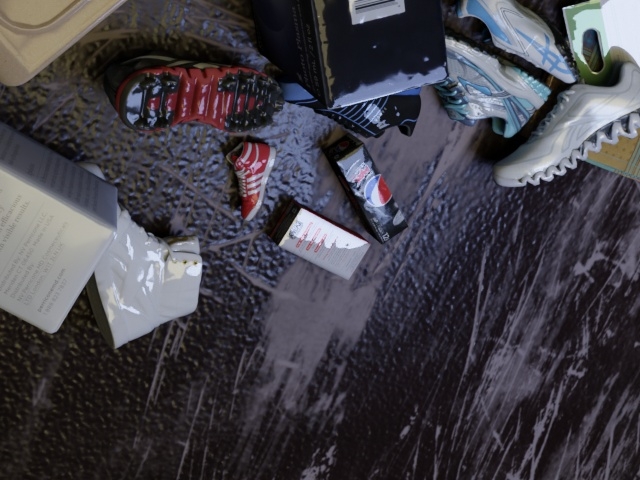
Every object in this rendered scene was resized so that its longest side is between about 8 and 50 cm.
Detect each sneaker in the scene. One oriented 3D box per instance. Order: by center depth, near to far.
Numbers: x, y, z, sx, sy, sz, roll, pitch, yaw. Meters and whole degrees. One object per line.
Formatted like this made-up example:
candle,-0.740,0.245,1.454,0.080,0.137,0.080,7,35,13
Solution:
sneaker,-0.180,-0.210,1.752,0.276,0.135,0.097,-4,118,-39
sneaker,-0.263,-0.002,1.819,0.169,0.108,0.292,-22,122,-21
sneaker,-0.113,-0.090,1.869,0.067,0.042,0.118,14,98,-31
sneaker,0.046,-0.197,1.870,0.232,0.081,0.090,-1,107,-23
sneaker,0.221,-0.237,1.913,0.283,0.110,0.122,23,104,-29
sneaker,0.303,-0.313,1.930,0.237,0.085,0.086,35,122,-23
sneaker,0.390,-0.179,1.980,0.292,0.110,0.118,-29,104,-2

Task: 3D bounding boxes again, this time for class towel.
towel,0.524,-0.241,2.081,0.370,0.040,0.271,16,103,-26

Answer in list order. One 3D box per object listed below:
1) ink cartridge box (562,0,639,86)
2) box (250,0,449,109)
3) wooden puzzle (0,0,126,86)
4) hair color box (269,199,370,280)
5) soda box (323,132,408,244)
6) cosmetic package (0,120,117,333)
ink cartridge box,0.510,-0.328,1.990,0.235,0.056,0.171,-13,116,11
box,0.016,-0.363,1.663,0.183,0.294,0.296,-16,116,-14
wooden puzzle,-0.354,-0.411,1.547,0.348,0.080,0.322,-38,120,0
hair color box,0.000,0.000,1.955,0.141,0.043,0.072,28,99,-31
soda box,0.070,-0.079,1.941,0.053,0.060,0.169,-35,120,-7
cosmetic package,-0.482,-0.086,1.550,0.453,0.230,0.161,31,99,-15
